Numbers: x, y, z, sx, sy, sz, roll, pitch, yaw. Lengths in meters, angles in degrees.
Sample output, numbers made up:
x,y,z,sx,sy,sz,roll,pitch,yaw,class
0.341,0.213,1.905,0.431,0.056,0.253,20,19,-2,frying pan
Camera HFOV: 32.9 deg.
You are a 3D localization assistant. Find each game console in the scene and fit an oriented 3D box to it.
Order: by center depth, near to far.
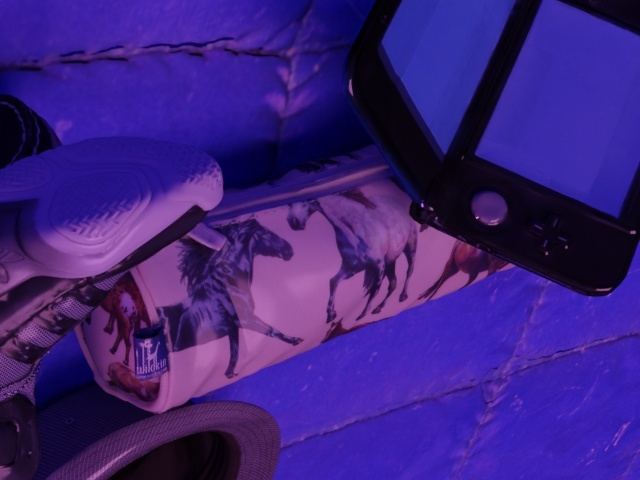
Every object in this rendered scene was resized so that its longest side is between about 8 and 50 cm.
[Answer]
x,y,z,sx,sy,sz,roll,pitch,yaw,class
0.175,-0.147,0.822,0.173,0.250,0.293,100,15,-70,game console

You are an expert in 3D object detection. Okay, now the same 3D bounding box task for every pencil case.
x,y,z,sx,sy,sz,roll,pitch,yaw,class
0.000,0.000,0.906,0.410,0.160,0.183,-20,150,-27,pencil case

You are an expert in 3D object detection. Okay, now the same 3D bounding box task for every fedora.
x,y,z,sx,sy,sz,roll,pitch,yaw,class
-0.183,0.210,0.979,0.275,0.124,0.244,-25,141,-29,fedora

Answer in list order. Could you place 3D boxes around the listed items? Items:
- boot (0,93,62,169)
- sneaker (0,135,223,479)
x,y,z,sx,sy,sz,roll,pitch,yaw,class
-0.347,-0.035,0.585,0.377,0.138,0.284,-28,142,-10,boot
-0.171,0.046,0.633,0.268,0.101,0.153,-27,131,-24,sneaker
